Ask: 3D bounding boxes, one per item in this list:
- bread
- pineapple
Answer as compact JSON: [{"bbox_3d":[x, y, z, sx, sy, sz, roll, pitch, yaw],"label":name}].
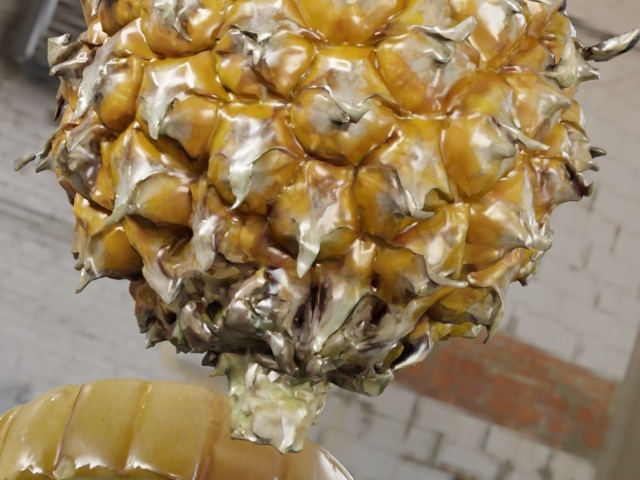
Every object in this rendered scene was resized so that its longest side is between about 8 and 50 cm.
[{"bbox_3d":[-0.086,0.161,0.850,0.236,0.070,0.236,3,-49,4],"label":"bread"},{"bbox_3d":[-0.004,-0.001,0.511,0.176,0.137,0.161,-16,-35,39],"label":"pineapple"}]
